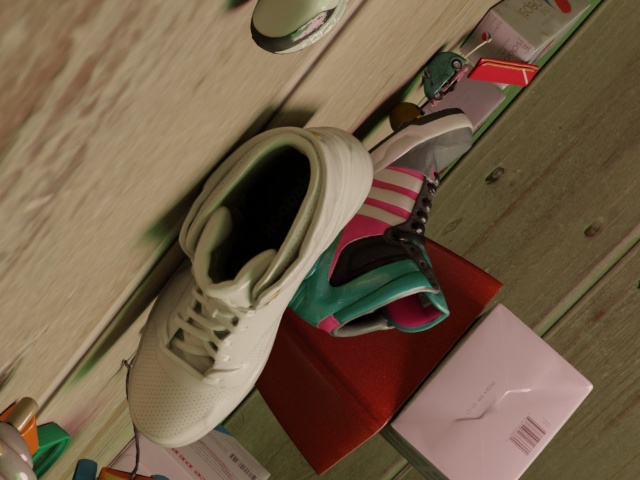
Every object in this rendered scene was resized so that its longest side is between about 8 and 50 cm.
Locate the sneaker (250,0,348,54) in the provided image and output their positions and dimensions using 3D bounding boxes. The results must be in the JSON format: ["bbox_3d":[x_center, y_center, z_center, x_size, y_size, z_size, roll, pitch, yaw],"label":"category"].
[{"bbox_3d":[0.003,-0.132,0.406,0.109,0.040,0.044,-51,157,7],"label":"sneaker"}]

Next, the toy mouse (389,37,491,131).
[{"bbox_3d":[0.129,-0.177,1.014,0.143,0.031,0.161,-49,174,20],"label":"toy mouse"}]

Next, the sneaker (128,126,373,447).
[{"bbox_3d":[-0.077,0.039,0.663,0.292,0.108,0.169,-58,171,9],"label":"sneaker"}]

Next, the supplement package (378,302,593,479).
[{"bbox_3d":[0.190,0.208,1.128,0.194,0.149,0.203,-46,173,-11],"label":"supplement package"}]

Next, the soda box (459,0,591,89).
[{"bbox_3d":[0.258,-0.266,1.139,0.216,0.074,0.069,-40,171,-48],"label":"soda box"}]

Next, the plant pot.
[{"bbox_3d":[0.031,0.108,1.210,0.267,0.236,0.267,-43,173,-29],"label":"plant pot"}]

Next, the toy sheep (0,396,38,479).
[{"bbox_3d":[-0.199,0.137,0.497,0.132,0.091,0.091,-50,177,-31],"label":"toy sheep"}]

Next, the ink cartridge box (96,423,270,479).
[{"bbox_3d":[-0.241,0.416,1.504,0.197,0.198,0.270,-47,173,6],"label":"ink cartridge box"}]

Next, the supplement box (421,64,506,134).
[{"bbox_3d":[0.156,-0.131,1.325,0.130,0.073,0.239,-44,174,-32],"label":"supplement box"}]

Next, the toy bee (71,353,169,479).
[{"bbox_3d":[-0.206,0.268,0.857,0.162,0.195,0.298,-98,-174,-63],"label":"toy bee"}]

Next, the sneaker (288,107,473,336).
[{"bbox_3d":[0.082,-0.002,0.923,0.295,0.178,0.124,-34,170,-22],"label":"sneaker"}]

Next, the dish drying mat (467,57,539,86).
[{"bbox_3d":[0.209,-0.191,1.045,0.083,0.008,0.032,1,144,-29],"label":"dish drying mat"}]

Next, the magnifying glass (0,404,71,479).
[{"bbox_3d":[-0.239,0.170,0.731,0.092,0.026,0.231,-44,175,-27],"label":"magnifying glass"}]
